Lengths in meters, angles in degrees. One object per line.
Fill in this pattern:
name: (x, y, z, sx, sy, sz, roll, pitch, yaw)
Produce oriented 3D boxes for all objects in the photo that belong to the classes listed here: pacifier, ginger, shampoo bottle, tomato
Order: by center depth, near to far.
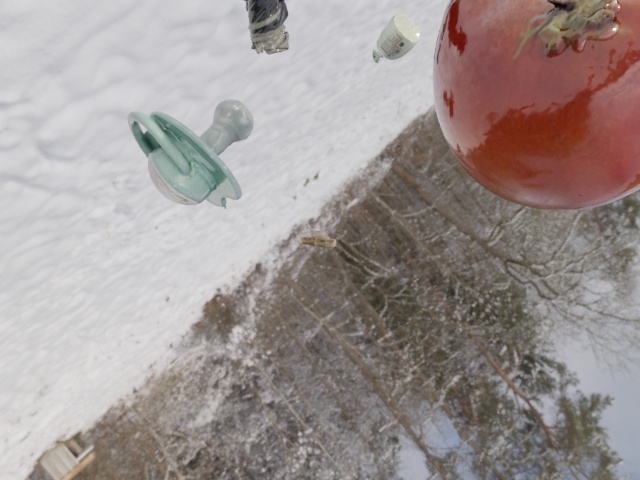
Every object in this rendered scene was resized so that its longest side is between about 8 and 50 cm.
tomato: (0.295, -0.187, 0.591, 0.322, 0.321, 0.321, -38, -177, 2)
pacifier: (-0.262, -0.215, 1.109, 0.269, 0.288, 0.343, -52, -161, -19)
shampoo bottle: (0.158, -0.437, 1.126, 0.045, 0.077, 0.152, -51, -171, -19)
ginger: (0.000, 0.000, 1.134, 0.097, 0.030, 0.048, 6, -148, 35)

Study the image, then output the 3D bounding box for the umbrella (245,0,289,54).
umbrella: (-0.142, -0.641, 1.254, 0.113, 0.106, 0.357, -5, 139, -2)
